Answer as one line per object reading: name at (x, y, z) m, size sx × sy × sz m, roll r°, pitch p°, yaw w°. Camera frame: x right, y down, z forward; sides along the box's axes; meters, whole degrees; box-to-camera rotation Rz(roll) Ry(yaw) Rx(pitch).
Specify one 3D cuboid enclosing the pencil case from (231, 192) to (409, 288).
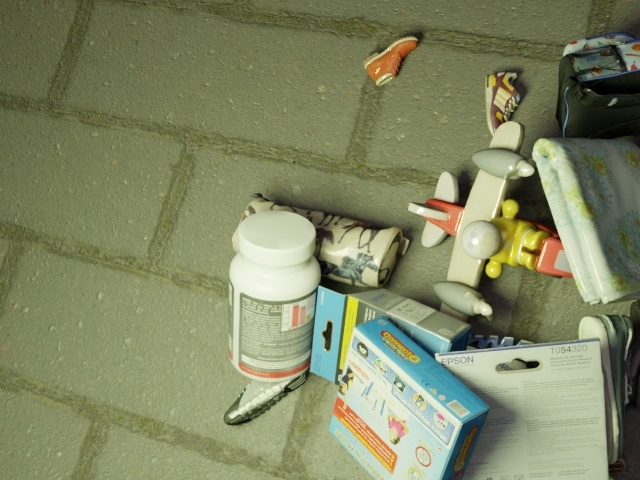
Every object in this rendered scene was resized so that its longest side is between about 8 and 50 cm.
pencil case at (0.000, 0.000, 1.891) m, size 0.410 × 0.159 × 0.183 m, roll 13°, pitch 37°, yaw 17°

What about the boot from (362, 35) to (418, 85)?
boot at (0.198, -0.473, 2.030) m, size 0.158 × 0.059 × 0.084 m, roll -31°, pitch 72°, yaw 15°

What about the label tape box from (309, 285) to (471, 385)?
label tape box at (0.148, 0.242, 1.707) m, size 0.334 × 0.106 × 0.240 m, roll 22°, pitch 119°, yaw 31°

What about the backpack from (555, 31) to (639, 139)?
backpack at (0.679, -0.346, 1.759) m, size 0.263 × 0.276 × 0.213 m, roll -5°, pitch 60°, yaw 12°

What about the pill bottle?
pill bottle at (-0.106, 0.130, 1.771) m, size 0.210 × 0.210 × 0.362 m, roll 18°, pitch 124°, yaw 20°

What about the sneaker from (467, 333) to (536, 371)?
sneaker at (0.321, 0.303, 1.736) m, size 0.316 × 0.127 × 0.182 m, roll 4°, pitch 74°, yaw 16°

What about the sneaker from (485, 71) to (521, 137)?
sneaker at (0.456, -0.335, 1.906) m, size 0.084 × 0.069 × 0.185 m, roll -6°, pitch 74°, yaw 20°

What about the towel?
towel at (0.626, -0.048, 1.646) m, size 0.090 × 0.321 × 0.374 m, roll -31°, pitch 69°, yaw 47°

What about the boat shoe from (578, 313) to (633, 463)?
boat shoe at (0.609, 0.305, 1.585) m, size 0.099 × 0.116 × 0.319 m, roll -10°, pitch 98°, yaw -12°

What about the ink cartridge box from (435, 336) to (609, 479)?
ink cartridge box at (0.405, 0.356, 1.553) m, size 0.324 × 0.071 × 0.330 m, roll -6°, pitch 101°, yaw 6°

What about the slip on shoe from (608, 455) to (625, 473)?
slip on shoe at (0.587, 0.476, 1.658) m, size 0.135 × 0.041 × 0.051 m, roll -14°, pitch 106°, yaw 28°

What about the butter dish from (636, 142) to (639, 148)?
butter dish at (0.830, -0.189, 1.737) m, size 0.160 × 0.118 × 0.160 m, roll -31°, pitch 28°, yaw 9°

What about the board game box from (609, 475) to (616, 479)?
board game box at (0.594, 0.597, 1.619) m, size 0.092 × 0.043 × 0.181 m, roll 37°, pitch 88°, yaw 21°

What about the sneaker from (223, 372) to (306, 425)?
sneaker at (-0.158, 0.349, 1.895) m, size 0.229 × 0.086 × 0.132 m, roll -32°, pitch 63°, yaw -5°

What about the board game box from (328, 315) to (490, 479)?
board game box at (0.166, 0.365, 1.563) m, size 0.308 × 0.086 × 0.302 m, roll 40°, pitch 132°, yaw 37°

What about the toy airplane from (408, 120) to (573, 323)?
toy airplane at (0.367, -0.023, 1.733) m, size 0.384 × 0.272 × 0.386 m, roll -29°, pitch 82°, yaw 28°

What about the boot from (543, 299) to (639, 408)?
boot at (0.605, 0.248, 1.688) m, size 0.229 × 0.091 × 0.262 m, roll 4°, pitch 78°, yaw 17°
